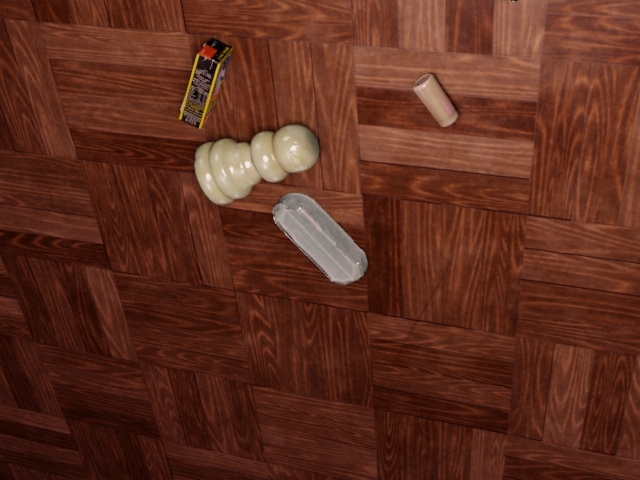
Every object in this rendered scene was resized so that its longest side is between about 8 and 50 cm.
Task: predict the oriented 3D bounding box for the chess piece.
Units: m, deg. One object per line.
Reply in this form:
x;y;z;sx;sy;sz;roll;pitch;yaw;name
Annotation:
-0.117;-0.161;1.740;0.243;0.133;0.133;-14;122;27;chess piece

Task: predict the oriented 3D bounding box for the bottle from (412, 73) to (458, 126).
0.208;-0.252;1.576;0.045;0.045;0.096;-22;119;35;bottle

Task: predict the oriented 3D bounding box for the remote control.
0.000;0.000;1.873;0.247;0.052;0.104;45;129;-13;remote control

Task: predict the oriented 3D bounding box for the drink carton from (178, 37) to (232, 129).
-0.225;-0.304;1.694;0.056;0.071;0.166;24;132;-1;drink carton
